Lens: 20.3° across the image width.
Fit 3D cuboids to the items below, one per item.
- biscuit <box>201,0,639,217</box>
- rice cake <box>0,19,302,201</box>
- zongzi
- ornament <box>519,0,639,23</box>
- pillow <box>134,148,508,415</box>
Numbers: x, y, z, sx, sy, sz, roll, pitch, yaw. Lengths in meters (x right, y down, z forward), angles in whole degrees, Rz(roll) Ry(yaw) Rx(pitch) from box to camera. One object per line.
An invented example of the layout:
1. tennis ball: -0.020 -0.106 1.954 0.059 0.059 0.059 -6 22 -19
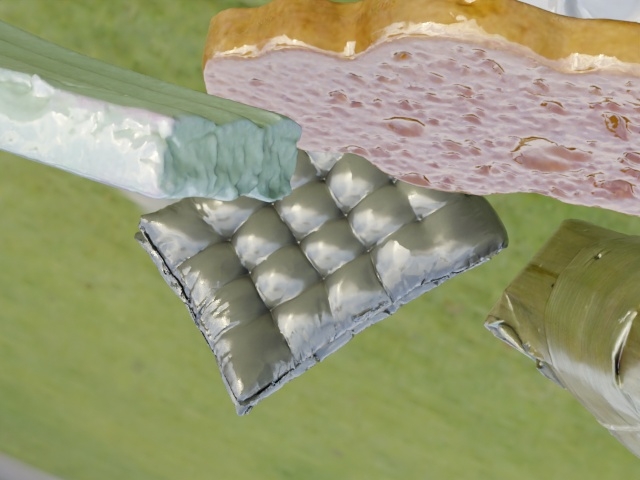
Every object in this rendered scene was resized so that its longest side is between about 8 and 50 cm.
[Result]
1. biscuit: 0.100 -0.077 0.971 0.333 0.047 0.202 8 158 8
2. rice cake: -0.132 -0.068 0.778 0.237 0.043 0.127 21 -169 26
3. zongzi: 0.385 0.162 1.620 0.418 0.181 0.447 46 174 -20
4. ornament: 0.199 -0.262 1.439 0.337 0.337 0.337 22 165 6
5. pillow: 0.000 0.000 1.785 0.228 0.326 0.101 59 179 15
